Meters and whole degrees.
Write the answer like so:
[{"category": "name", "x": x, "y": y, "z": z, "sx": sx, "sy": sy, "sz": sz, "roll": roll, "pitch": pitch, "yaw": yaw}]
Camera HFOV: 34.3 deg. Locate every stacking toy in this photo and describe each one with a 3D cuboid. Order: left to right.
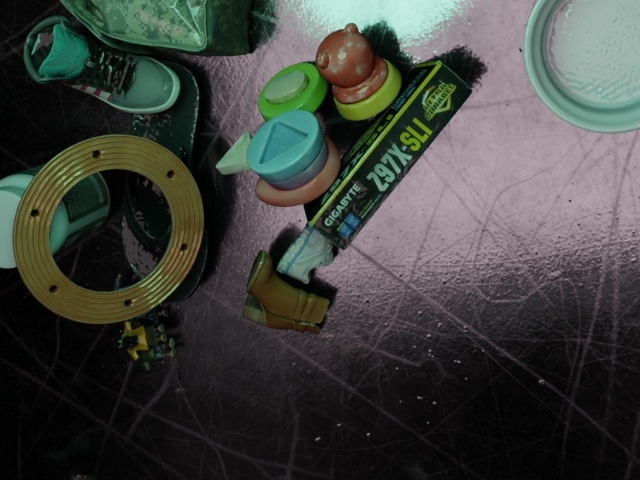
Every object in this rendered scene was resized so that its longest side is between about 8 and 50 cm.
[{"category": "stacking toy", "x": -0.053, "y": -0.221, "z": 1.709, "sx": 0.279, "sy": 0.130, "sz": 0.309, "roll": 15, "pitch": 65, "yaw": 43}]

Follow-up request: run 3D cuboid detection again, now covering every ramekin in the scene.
[{"category": "ramekin", "x": 0.470, "y": -0.319, "z": 1.677, "sx": 0.277, "sy": 0.135, "sz": 0.277, "roll": 3, "pitch": 104, "yaw": 12}]

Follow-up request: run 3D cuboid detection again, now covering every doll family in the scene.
[{"category": "doll family", "x": -0.356, "y": 0.158, "z": 2.001, "sx": 0.111, "sy": 0.076, "sz": 0.193, "roll": -12, "pitch": 85, "yaw": 14}]

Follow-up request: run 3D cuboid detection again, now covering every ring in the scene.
[{"category": "ring", "x": -0.358, "y": -0.018, "z": 1.772, "sx": 0.336, "sy": 0.032, "sz": 0.337, "roll": -11, "pitch": 112, "yaw": -29}]

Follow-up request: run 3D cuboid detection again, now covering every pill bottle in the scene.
[{"category": "pill bottle", "x": -0.507, "y": -0.051, "z": 1.873, "sx": 0.161, "sy": 0.283, "sz": 0.161, "roll": 3, "pitch": 104, "yaw": 11}]

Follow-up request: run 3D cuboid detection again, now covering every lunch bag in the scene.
[{"category": "lunch bag", "x": -0.284, "y": -0.401, "z": 1.764, "sx": 0.287, "sy": 0.235, "sz": 0.169, "roll": 9, "pitch": 99, "yaw": 12}]

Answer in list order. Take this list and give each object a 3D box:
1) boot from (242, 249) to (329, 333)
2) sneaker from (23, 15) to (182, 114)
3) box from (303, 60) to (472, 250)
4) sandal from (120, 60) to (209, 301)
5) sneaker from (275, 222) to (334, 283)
[{"category": "boot", "x": -0.058, "y": 0.097, "z": 1.898, "sx": 0.152, "sy": 0.073, "sz": 0.197, "roll": 14, "pitch": 144, "yaw": 1}, {"category": "sneaker", "x": -0.401, "y": -0.309, "z": 1.811, "sx": 0.295, "sy": 0.178, "sz": 0.124, "roll": 18, "pitch": 92, "yaw": 22}, {"category": "box", "x": 0.101, "y": -0.144, "z": 1.698, "sx": 0.079, "sy": 0.257, "sz": 0.322, "roll": 38, "pitch": 95, "yaw": -9}, {"category": "sandal", "x": -0.298, "y": -0.102, "z": 1.894, "sx": 0.167, "sy": 0.107, "sz": 0.446, "roll": 1, "pitch": 99, "yaw": 11}, {"category": "sneaker", "x": 0.000, "y": 0.000, "z": 1.897, "sx": 0.083, "sy": 0.071, "sz": 0.191, "roll": 33, "pitch": 116, "yaw": -4}]
